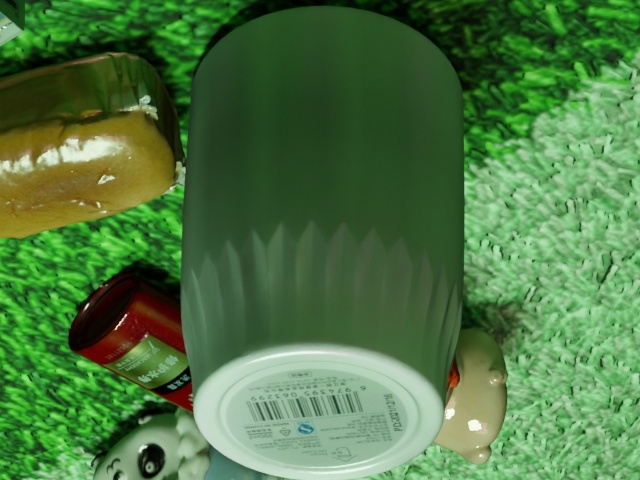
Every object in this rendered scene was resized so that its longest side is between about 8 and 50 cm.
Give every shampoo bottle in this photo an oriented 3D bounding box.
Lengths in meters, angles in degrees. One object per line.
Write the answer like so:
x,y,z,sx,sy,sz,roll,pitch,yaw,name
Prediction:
-0.118,0.142,1.682,0.118,0.076,0.314,-38,128,27,shampoo bottle

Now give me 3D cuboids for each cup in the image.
0.000,0.000,1.345,0.253,0.372,0.253,2,142,1,cup

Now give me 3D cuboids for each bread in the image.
-0.250,-0.079,1.417,0.241,0.107,0.136,-12,139,9,bread

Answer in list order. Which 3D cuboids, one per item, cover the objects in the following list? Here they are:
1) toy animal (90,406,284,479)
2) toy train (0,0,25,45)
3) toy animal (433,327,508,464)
-0.157,0.301,1.793,0.204,0.156,0.208,27,125,-34,toy animal
-0.363,-0.158,1.361,0.233,0.052,0.051,-26,137,21,toy train
0.098,0.144,1.631,0.197,0.171,0.171,22,131,-35,toy animal
